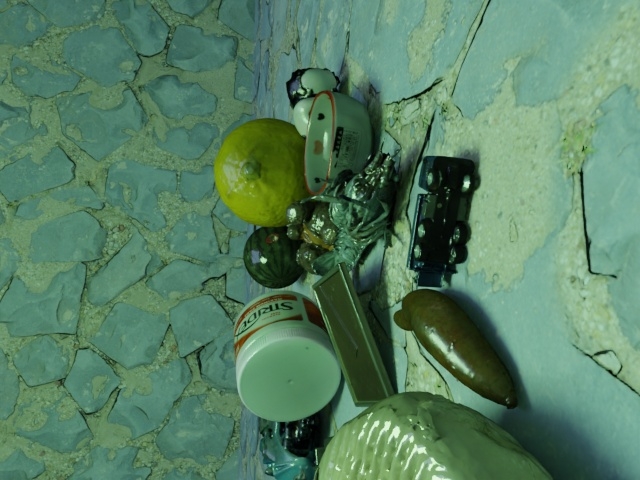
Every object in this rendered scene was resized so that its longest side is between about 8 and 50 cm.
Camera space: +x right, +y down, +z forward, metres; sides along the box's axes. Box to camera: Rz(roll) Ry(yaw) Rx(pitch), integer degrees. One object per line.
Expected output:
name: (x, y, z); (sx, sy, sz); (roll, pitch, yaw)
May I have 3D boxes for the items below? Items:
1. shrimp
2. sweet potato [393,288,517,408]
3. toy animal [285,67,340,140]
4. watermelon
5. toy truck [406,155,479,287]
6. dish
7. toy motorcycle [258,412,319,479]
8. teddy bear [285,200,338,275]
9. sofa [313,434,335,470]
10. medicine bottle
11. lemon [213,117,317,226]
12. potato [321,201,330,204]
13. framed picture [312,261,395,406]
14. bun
shrimp: (0.065, -0.043, 1.032); (0.221, 0.166, 0.410); (48, 160, 20)
sweet potato: (0.168, 0.129, 0.754); (0.346, 0.079, 0.108); (-144, 41, -74)
toy animal: (0.002, -0.347, 1.317); (0.138, 0.166, 0.179); (128, 130, -65)
watermelon: (-0.145, 0.048, 1.629); (0.212, 0.212, 0.212); (-177, 90, -74)
toy truck: (0.179, -0.028, 0.773); (0.088, 0.074, 0.201); (-115, 30, -75)
dish: (0.047, -0.216, 1.162); (0.256, 0.117, 0.256); (-178, 90, -73)
toy motorcycle: (-0.101, 0.578, 1.430); (0.416, 0.172, 0.232); (130, 145, -57)
teddy bear: (0.000, 0.000, 1.280); (0.140, 0.177, 0.190); (-27, -46, -55)
sofa: (0.022, 0.515, 1.223); (0.147, 0.060, 0.085); (123, 147, -60)
medicine bottle: (-0.092, 0.286, 1.299); (0.241, 0.253, 0.252); (-118, 34, -64)
lemon: (-0.140, -0.191, 1.442); (0.336, 0.336, 0.336); (-177, 90, -74)
potato: (0.023, -0.182, 1.359); (0.119, 0.054, 0.197); (-135, 50, -72)
framed picture: (0.062, 0.205, 1.059); (0.289, 0.016, 0.213); (69, 159, 12)
bun: (0.147, 0.342, 0.579); (0.360, 0.211, 0.359); (-18, 69, 61)
